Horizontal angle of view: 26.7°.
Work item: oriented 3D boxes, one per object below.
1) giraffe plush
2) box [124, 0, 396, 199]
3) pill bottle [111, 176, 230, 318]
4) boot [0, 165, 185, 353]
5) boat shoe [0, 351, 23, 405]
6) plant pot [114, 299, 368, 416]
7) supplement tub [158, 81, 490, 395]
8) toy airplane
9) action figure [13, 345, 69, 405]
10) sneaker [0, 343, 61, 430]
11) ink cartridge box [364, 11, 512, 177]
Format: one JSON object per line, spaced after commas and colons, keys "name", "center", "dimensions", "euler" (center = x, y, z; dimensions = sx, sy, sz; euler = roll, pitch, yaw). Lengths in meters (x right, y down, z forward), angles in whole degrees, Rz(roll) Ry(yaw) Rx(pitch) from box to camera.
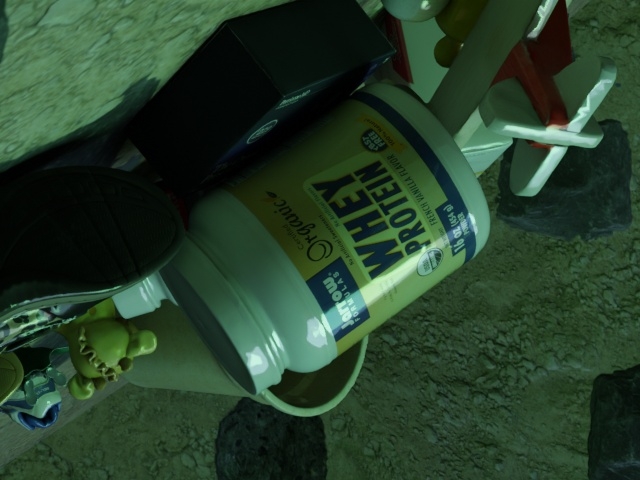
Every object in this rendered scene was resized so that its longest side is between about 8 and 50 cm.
{"name": "giraffe plush", "center": [-0.302, 0.107, 1.805], "dimensions": [0.181, 0.170, 0.210], "euler": [-41, 175, 37]}
{"name": "box", "center": [-0.059, -0.163, 1.458], "dimensions": [0.184, 0.103, 0.261], "euler": [-44, 173, 33]}
{"name": "pill bottle", "center": [-0.130, -0.013, 1.660], "dimensions": [0.283, 0.161, 0.161], "euler": [-19, 175, 0]}
{"name": "boot", "center": [-0.333, 0.077, 1.310], "dimensions": [0.377, 0.138, 0.284], "euler": [-29, 170, -41]}
{"name": "boat shoe", "center": [-0.523, 0.225, 1.790], "dimensions": [0.277, 0.098, 0.096], "euler": [-28, 174, -10]}
{"name": "plant pot", "center": [-0.146, 0.092, 1.945], "dimensions": [0.306, 0.333, 0.334], "euler": [-8, -165, 35]}
{"name": "supplement tub", "center": [0.000, 0.000, 1.464], "dimensions": [0.316, 0.228, 0.228], "euler": [-36, 175, -14]}
{"name": "toy airplane", "center": [0.189, -0.240, 1.546], "dimensions": [0.384, 0.272, 0.386], "euler": [176, -66, -76]}
{"name": "action figure", "center": [-0.436, 0.188, 1.935], "dimensions": [0.137, 0.063, 0.232], "euler": [-31, -163, -25]}
{"name": "sneaker", "center": [-0.486, 0.258, 2.177], "dimensions": [0.112, 0.131, 0.296], "euler": [-38, 178, -19]}
{"name": "ink cartridge box", "center": [0.158, -0.195, 1.898], "dimensions": [0.131, 0.226, 0.306], "euler": [-11, 172, -6]}
